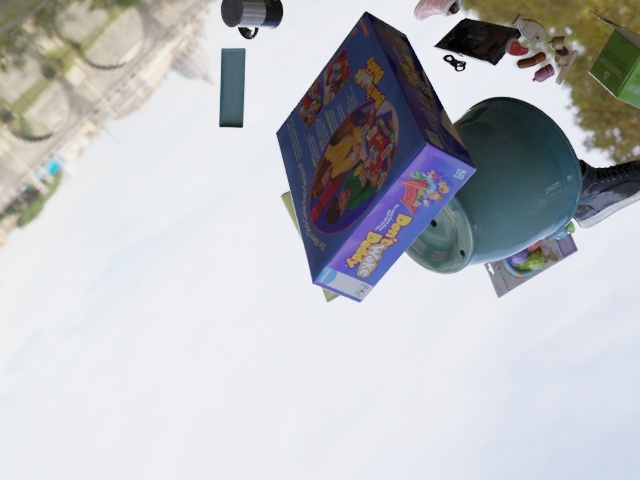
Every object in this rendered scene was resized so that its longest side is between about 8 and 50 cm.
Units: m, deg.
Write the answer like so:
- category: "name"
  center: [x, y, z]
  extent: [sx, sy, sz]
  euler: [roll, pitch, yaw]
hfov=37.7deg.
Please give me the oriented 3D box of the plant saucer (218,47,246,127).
- category: "plant saucer"
  center: [-0.210, -0.367, 2.263]
  extent: [0.067, 0.192, 0.018]
  euler: [4, -175, 21]

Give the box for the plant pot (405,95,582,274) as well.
- category: "plant pot"
  center: [0.259, -0.077, 1.603]
  extent: [0.255, 0.271, 0.272]
  euler: [-30, -173, -35]

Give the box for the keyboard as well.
- category: "keyboard"
  center: [0.258, -0.329, 1.602]
  extent: [0.108, 0.023, 0.180]
  euler: [-44, -150, -4]

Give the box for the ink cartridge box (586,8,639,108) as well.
- category: "ink cartridge box"
  center: [0.597, -0.322, 1.752]
  extent: [0.097, 0.189, 0.255]
  euler: [-63, -158, 23]

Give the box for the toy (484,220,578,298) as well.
- category: "toy"
  center: [0.470, 0.015, 2.071]
  extent: [0.237, 0.136, 0.056]
  euler: [-29, -170, -22]

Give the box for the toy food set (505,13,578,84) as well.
- category: "toy food set"
  center: [0.316, -0.267, 1.348]
  extent: [0.078, 0.122, 0.019]
  euler: [-63, -154, 17]

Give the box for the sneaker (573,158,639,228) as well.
- category: "sneaker"
  center: [0.568, -0.139, 1.882]
  extent: [0.226, 0.163, 0.086]
  euler: [-37, -160, 26]

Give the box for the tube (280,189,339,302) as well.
- category: "tube"
  center: [0.000, 0.000, 1.909]
  extent: [0.070, 0.240, 0.062]
  euler: [-25, -176, 26]

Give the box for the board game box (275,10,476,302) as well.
- category: "board game box"
  center: [0.056, -0.121, 1.239]
  extent: [0.233, 0.078, 0.347]
  euler: [-51, -149, 26]

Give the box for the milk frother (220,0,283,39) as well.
- category: "milk frother"
  center: [-0.189, -0.548, 2.304]
  extent: [0.135, 0.129, 0.143]
  euler: [-10, 135, -43]

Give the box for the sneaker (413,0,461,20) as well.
- category: "sneaker"
  center: [0.235, -0.462, 1.867]
  extent: [0.051, 0.070, 0.134]
  euler: [-32, 171, -27]
